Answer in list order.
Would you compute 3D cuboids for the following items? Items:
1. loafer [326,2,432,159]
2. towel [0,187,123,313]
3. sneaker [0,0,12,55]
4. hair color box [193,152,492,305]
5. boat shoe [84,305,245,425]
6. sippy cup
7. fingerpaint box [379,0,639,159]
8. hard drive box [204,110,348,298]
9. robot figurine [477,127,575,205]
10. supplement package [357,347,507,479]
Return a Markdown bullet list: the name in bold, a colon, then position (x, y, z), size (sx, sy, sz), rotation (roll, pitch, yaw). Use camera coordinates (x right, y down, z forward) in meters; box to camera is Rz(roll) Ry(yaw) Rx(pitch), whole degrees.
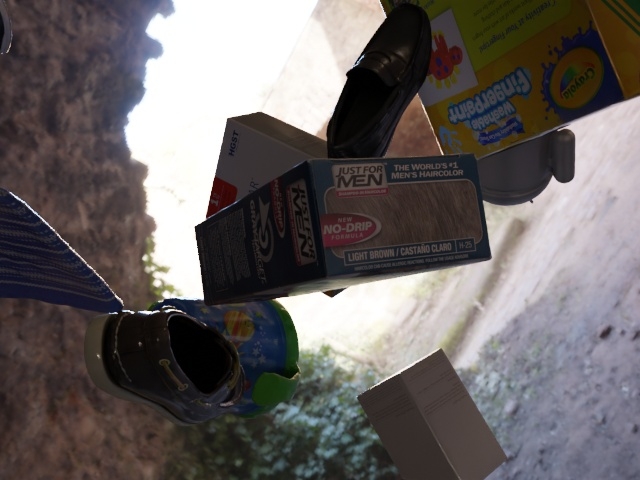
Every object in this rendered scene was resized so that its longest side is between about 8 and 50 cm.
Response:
- **loafer**: position (0.067, -0.176, 0.851), size (0.223, 0.076, 0.078), rotation (-67, -27, -14)
- **towel**: position (-0.447, 0.014, 1.074), size (0.336, 0.243, 0.040), rotation (67, -145, -58)
- **sneaker**: position (-0.809, -0.555, 1.739), size (0.153, 0.099, 0.282), rotation (-37, -49, -52)
- **hair color box**: position (0.000, 0.000, 0.803), size (0.347, 0.174, 0.105), rotation (-20, 78, 64)
- **boat shoe**: position (-0.109, 0.110, 0.651), size (0.228, 0.068, 0.081), rotation (44, -143, -64)
- **sippy cup**: position (-0.195, 0.196, 1.360), size (0.305, 0.224, 0.240), rotation (-21, 67, 34)
- **fingerpaint box**: position (0.286, -0.335, 1.117), size (0.163, 0.371, 0.445), rotation (-23, 1, -19)
- **hard drive box**: position (-0.036, -0.055, 1.079), size (0.089, 0.232, 0.181), rotation (-27, -43, -55)
- **robot figurine**: position (0.391, -0.212, 1.593), size (0.200, 0.300, 0.353), rotation (-44, -35, -24)
- **supplement package**: position (0.155, 0.263, 1.068), size (0.105, 0.179, 0.105), rotation (-19, -16, -44)
